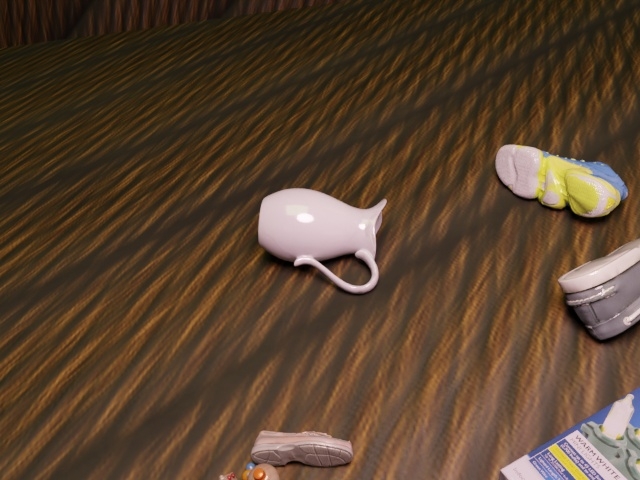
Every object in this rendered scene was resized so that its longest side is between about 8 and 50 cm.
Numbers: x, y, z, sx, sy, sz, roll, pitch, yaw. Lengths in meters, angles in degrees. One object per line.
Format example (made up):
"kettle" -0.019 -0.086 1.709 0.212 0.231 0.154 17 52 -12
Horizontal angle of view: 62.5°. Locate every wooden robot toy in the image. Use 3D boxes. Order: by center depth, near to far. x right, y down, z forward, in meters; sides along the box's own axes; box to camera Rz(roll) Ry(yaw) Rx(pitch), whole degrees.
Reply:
"wooden robot toy" -0.057 0.282 0.572 0.173 0.079 0.076 14 45 27

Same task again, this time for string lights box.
"string lights box" 0.327 0.243 0.537 0.259 0.077 0.133 -23 40 -15

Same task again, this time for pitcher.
"pitcher" 0.000 0.000 0.882 0.206 0.126 0.178 6 56 2

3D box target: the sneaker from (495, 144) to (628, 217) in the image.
"sneaker" 0.435 -0.111 0.952 0.126 0.091 0.240 -10 35 -29

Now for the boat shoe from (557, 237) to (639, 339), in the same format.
"boat shoe" 0.482 0.045 0.754 0.319 0.116 0.099 -19 83 -21

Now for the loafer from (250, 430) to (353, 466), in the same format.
"loafer" -0.022 0.246 0.639 0.125 0.045 0.039 -5 33 10
